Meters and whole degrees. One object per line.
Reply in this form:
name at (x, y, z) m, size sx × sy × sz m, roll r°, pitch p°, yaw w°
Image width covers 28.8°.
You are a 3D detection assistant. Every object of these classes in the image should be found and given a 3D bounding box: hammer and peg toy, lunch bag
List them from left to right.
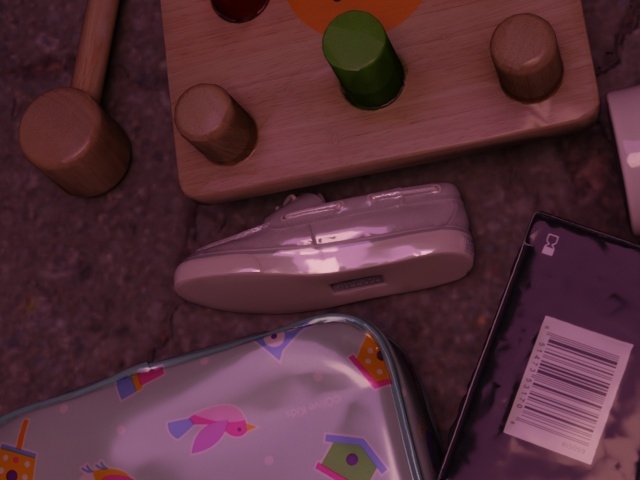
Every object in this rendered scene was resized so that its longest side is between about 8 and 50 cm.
lunch bag at (-0.060, 0.178, 0.708) m, size 0.279 × 0.108 × 0.224 m, roll -19°, pitch 76°, yaw 11°
hammer and peg toy at (-0.030, -0.160, 0.767) m, size 0.361 × 0.127 × 0.266 m, roll -10°, pitch 75°, yaw 12°

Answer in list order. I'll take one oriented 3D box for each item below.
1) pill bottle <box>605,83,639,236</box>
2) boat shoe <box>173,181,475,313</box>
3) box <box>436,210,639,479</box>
pill bottle at (0.269, -0.062, 0.671) m, size 0.215 × 0.117 × 0.117 m, roll -11°, pitch 75°, yaw 12°
boat shoe at (0.000, 0.000, 0.759) m, size 0.184 × 0.066 × 0.063 m, roll -11°, pitch 61°, yaw 14°
box at (0.135, 0.086, 0.650) m, size 0.093 × 0.158 × 0.156 m, roll 19°, pitch 83°, yaw 19°
